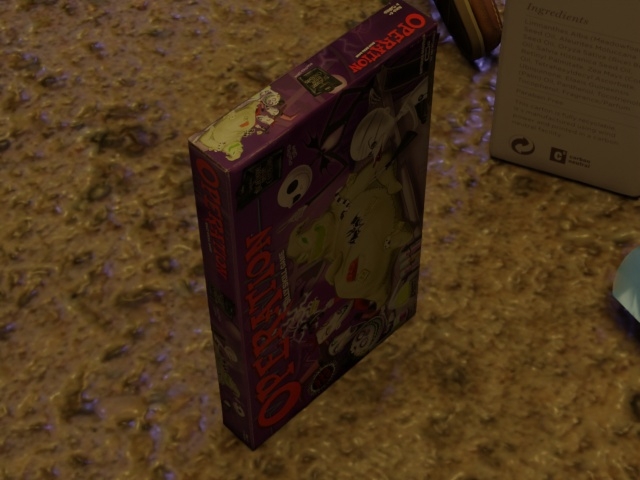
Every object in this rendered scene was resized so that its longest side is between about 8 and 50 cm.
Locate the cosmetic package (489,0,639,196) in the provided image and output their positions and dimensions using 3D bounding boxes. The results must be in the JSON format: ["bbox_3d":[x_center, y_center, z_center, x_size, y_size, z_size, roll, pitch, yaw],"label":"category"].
[{"bbox_3d":[0.278,-0.284,1.202,0.161,0.453,0.230,17,53,16],"label":"cosmetic package"}]

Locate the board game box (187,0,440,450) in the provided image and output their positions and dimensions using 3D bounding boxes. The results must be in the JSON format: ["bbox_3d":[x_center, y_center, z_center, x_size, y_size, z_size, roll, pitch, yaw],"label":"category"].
[{"bbox_3d":[0.000,0.000,1.036,0.208,0.347,0.056,-34,58,-24],"label":"board game box"}]

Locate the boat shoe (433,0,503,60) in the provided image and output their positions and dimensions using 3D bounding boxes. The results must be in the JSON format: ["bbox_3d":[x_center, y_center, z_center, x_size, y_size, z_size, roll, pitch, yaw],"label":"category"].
[{"bbox_3d":[0.151,-0.343,1.438,0.104,0.111,0.307,-17,72,-3],"label":"boat shoe"}]

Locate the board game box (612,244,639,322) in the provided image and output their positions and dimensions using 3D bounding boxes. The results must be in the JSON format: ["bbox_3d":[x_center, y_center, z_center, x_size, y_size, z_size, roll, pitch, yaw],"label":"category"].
[{"bbox_3d":[0.339,0.068,1.176,0.133,0.033,0.169,-26,58,-26],"label":"board game box"}]
